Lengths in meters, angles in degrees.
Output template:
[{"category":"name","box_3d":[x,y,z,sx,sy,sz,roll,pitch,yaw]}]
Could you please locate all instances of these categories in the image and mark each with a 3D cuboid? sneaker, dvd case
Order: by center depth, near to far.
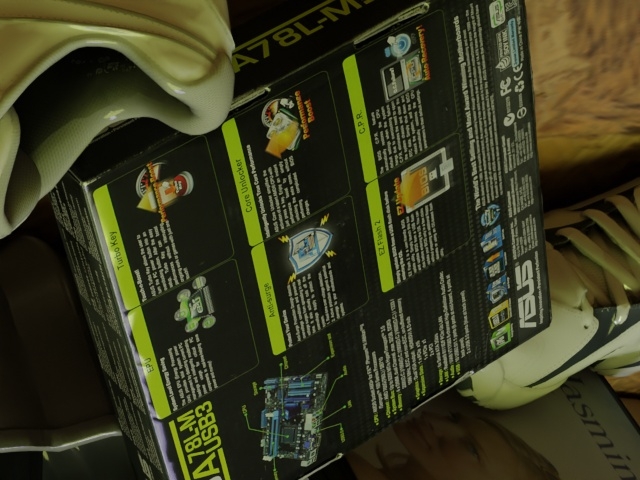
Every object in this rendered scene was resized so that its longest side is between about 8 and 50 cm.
[{"category":"sneaker","box_3d":[-0.134,-0.050,0.595,0.232,0.115,0.090,-16,156,-1]},{"category":"dvd case","box_3d":[0.063,0.071,0.901,0.253,0.180,0.022,12,126,-46]},{"category":"sneaker","box_3d":[0.149,0.005,0.906,0.153,0.094,0.235,-36,154,29]}]

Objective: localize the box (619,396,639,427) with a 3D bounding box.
[{"category":"box","box_3d":[0.134,0.181,1.237,0.232,0.127,0.148,10,145,-44]}]

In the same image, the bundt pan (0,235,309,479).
[{"category":"bundt pan","box_3d":[-0.168,0.105,0.890,0.330,0.124,0.331,-14,155,-7]}]

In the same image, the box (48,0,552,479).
[{"category":"box","box_3d":[0.000,0.000,0.722,0.184,0.045,0.191,-29,134,-18]}]
